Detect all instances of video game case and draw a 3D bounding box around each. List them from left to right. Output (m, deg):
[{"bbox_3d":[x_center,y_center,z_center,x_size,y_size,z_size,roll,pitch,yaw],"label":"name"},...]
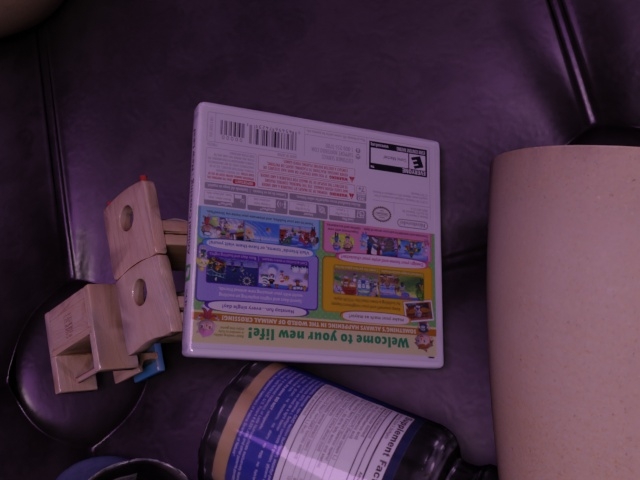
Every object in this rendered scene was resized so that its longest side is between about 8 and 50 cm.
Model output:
[{"bbox_3d":[0.000,0.000,0.671,0.212,0.023,0.193,6,76,-23],"label":"video game case"}]

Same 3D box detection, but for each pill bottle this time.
[{"bbox_3d":[0.028,0.179,0.634,0.219,0.123,0.123,18,83,20],"label":"pill bottle"}]

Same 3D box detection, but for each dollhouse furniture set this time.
[{"bbox_3d":[-0.138,0.043,0.739,0.183,0.129,0.129,-29,67,41],"label":"dollhouse furniture set"}]

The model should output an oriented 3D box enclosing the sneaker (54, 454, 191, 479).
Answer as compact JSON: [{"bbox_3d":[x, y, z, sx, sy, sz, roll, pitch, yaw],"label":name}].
[{"bbox_3d":[-0.132,0.200,0.589,0.131,0.350,0.148,-25,111,-24],"label":"sneaker"}]

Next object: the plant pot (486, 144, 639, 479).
[{"bbox_3d":[0.210,0.104,0.522,0.256,0.256,0.274,9,87,19],"label":"plant pot"}]

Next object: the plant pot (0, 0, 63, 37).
[{"bbox_3d":[-0.345,-0.308,0.831,0.284,0.191,0.284,-4,76,17],"label":"plant pot"}]
